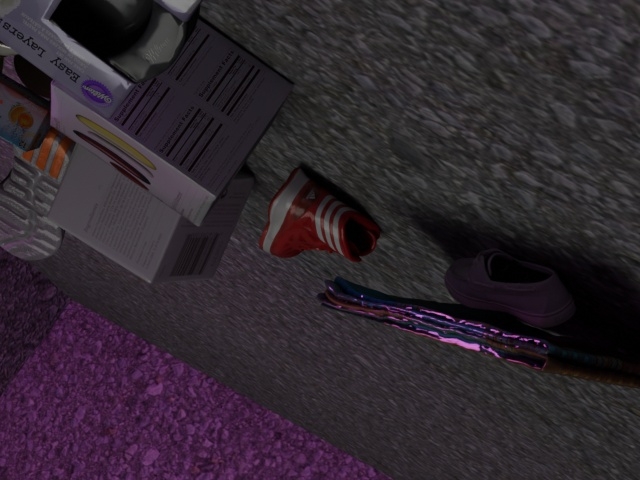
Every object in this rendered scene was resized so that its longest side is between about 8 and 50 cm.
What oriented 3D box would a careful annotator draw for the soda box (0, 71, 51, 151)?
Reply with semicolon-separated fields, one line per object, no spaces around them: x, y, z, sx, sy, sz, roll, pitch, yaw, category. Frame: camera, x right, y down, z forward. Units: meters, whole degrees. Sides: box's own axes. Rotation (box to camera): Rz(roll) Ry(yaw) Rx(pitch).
-0.418;-0.182;1.992;0.183;0.063;0.058;31;-169;2;soda box

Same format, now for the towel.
0.206;0.102;1.688;0.271;0.040;0.370;12;-179;-36;towel

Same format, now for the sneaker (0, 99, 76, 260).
-0.351;-0.106;2.191;0.124;0.180;0.321;35;141;-4;sneaker

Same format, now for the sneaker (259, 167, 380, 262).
0.000;0.000;1.952;0.128;0.087;0.221;35;169;8;sneaker

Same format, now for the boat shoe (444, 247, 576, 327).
0.189;0.040;1.675;0.184;0.066;0.063;28;145;58;boat shoe

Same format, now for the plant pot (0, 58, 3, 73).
-0.623;-0.259;2.109;0.353;0.366;0.366;31;173;-40;plant pot

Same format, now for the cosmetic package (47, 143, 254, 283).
-0.216;-0.054;2.048;0.183;0.151;0.151;30;-166;23;cosmetic package

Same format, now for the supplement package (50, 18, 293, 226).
-0.163;-0.142;1.702;0.203;0.149;0.194;35;167;-2;supplement package

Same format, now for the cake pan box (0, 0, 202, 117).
-0.226;-0.255;1.425;0.267;0.070;0.246;37;142;-11;cake pan box

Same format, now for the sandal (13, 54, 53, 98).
-0.281;-0.183;1.998;0.240;0.088;0.079;21;155;33;sandal

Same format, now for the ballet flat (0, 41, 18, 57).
-0.373;-0.273;1.885;0.106;0.107;0.316;27;168;4;ballet flat
